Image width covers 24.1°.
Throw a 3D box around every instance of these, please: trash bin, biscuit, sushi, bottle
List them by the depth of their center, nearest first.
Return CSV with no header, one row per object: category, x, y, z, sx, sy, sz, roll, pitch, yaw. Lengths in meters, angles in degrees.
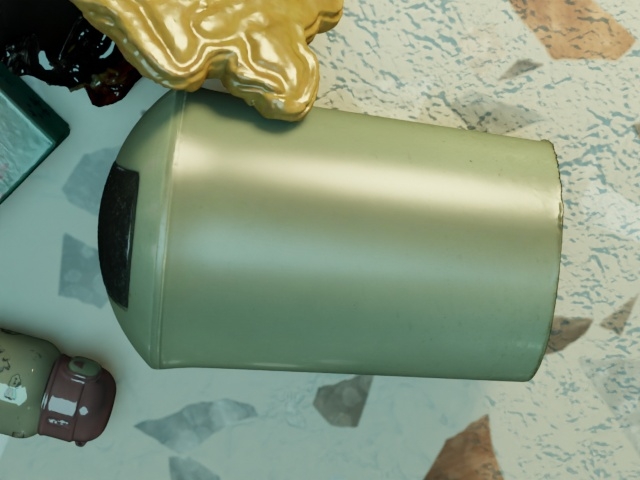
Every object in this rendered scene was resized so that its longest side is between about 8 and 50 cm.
biscuit,-0.122,-0.263,1.412,0.376,0.269,0.051,53,141,14
trash bin,0.000,0.000,1.465,0.432,0.280,0.280,6,103,-3
sushi,-0.235,-0.214,1.478,0.172,0.150,0.153,22,86,40
bottle,-0.333,0.149,1.586,0.233,0.110,0.110,15,103,-1

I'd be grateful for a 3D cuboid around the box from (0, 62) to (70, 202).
box,-0.399,-0.077,1.545,0.245,0.092,0.153,-44,98,10
